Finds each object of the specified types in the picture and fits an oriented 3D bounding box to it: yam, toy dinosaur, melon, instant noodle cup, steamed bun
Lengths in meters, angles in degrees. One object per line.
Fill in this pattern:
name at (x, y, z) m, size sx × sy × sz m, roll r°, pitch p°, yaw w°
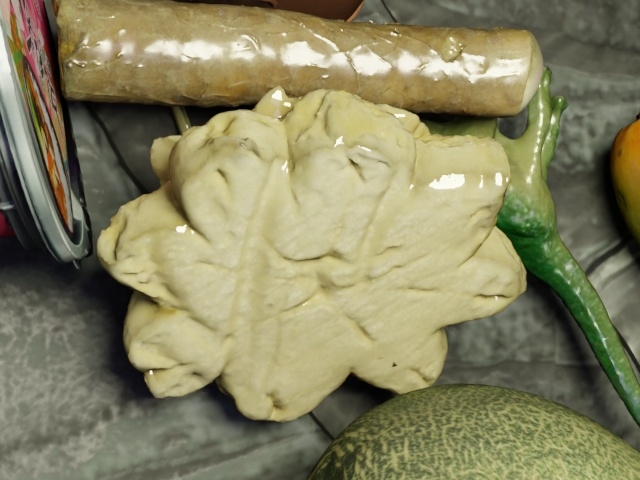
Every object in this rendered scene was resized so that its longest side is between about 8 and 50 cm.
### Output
yam at (-0.011, -0.128, 0.861) m, size 0.356 × 0.081 × 0.081 m, roll 2°, pitch 86°, yaw -10°
toy dinosaur at (0.124, 0.008, 0.953) m, size 0.447 × 0.087 × 0.301 m, roll 11°, pitch 82°, yaw -13°
melon at (0.134, 0.234, 0.862) m, size 0.329 × 0.248 × 0.249 m, roll 22°, pitch 80°, yaw -23°
instant noodle cup at (-0.266, -0.095, 0.763) m, size 0.181 × 0.258 × 0.302 m, roll -11°, pitch 119°, yaw -4°
steamed bun at (0.000, 0.000, 0.857) m, size 0.295 × 0.137 × 0.292 m, roll -39°, pitch 127°, yaw 19°

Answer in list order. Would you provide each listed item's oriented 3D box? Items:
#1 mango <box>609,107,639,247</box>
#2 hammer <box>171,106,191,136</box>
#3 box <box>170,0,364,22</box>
mango at (0.361, -0.005, 1.015) m, size 0.289 × 0.129 × 0.146 m, roll 38°, pitch 74°, yaw -21°
hammer at (-0.116, -0.094, 0.913) m, size 0.060 × 0.028 × 0.195 m, roll -20°, pitch 94°, yaw -15°
box at (-0.041, -0.348, 0.832) m, size 0.239 × 0.229 × 0.339 m, roll 7°, pitch 78°, yaw -16°
